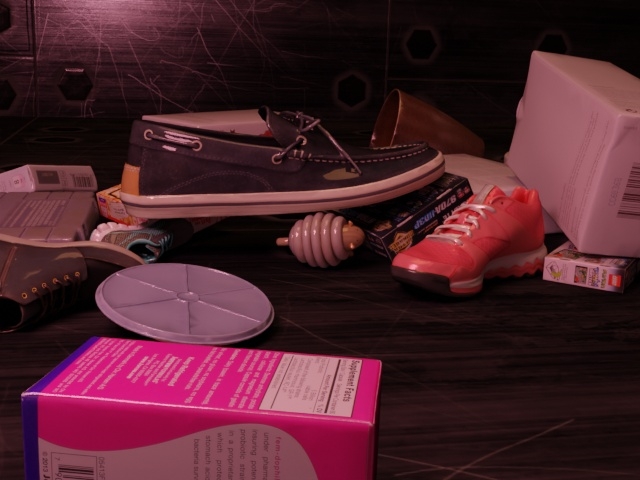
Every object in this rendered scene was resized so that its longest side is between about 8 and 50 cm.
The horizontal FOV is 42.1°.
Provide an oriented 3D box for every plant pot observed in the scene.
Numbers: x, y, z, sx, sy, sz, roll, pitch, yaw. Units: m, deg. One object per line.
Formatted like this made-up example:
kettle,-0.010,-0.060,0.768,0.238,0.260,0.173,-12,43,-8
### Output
plant pot,0.249,-0.212,1.911,0.230,0.215,0.215,15,12,-11

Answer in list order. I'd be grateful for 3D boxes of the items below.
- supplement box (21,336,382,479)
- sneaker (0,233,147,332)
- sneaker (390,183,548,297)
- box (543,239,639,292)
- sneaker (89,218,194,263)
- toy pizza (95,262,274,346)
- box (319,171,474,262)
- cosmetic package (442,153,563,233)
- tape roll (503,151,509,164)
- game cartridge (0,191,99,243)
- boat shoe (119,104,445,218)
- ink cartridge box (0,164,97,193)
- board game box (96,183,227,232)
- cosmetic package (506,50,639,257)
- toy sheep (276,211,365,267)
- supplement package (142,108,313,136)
supplement box,-0.071,0.141,0.562,0.220,0.111,0.114,4,13,7
sneaker,-0.306,0.061,0.970,0.222,0.083,0.118,6,33,-23
sneaker,0.208,-0.010,1.161,0.314,0.136,0.116,-12,18,-44
box,0.419,0.028,1.244,0.114,0.036,0.207,10,16,30
sneaker,-0.250,0.007,1.222,0.166,0.065,0.076,-15,38,-40
toy pizza,-0.153,0.077,0.946,0.201,0.032,0.201,10,19,-3
box,0.121,-0.056,1.357,0.175,0.051,0.220,-34,26,-16
cosmetic package,0.262,-0.092,1.583,0.284,0.097,0.377,-2,15,-26
tape roll,0.628,-0.159,1.965,0.392,0.072,0.392,2,13,0
game cartridge,-0.465,-0.017,1.269,0.230,0.068,0.355,3,13,-11
boat shoe,-0.051,-0.126,1.257,0.500,0.156,0.187,-3,10,-9
ink cartridge box,-0.569,-0.090,1.555,0.232,0.066,0.189,-17,-1,21
board game box,-0.261,-0.064,1.406,0.193,0.045,0.147,21,36,39
cosmetic package,0.433,-0.147,1.307,0.156,0.217,0.385,6,26,-6
toy sheep,0.000,0.000,1.212,0.132,0.091,0.091,-9,11,15
supplement package,-0.174,-0.156,1.614,0.175,0.177,0.293,15,20,41
